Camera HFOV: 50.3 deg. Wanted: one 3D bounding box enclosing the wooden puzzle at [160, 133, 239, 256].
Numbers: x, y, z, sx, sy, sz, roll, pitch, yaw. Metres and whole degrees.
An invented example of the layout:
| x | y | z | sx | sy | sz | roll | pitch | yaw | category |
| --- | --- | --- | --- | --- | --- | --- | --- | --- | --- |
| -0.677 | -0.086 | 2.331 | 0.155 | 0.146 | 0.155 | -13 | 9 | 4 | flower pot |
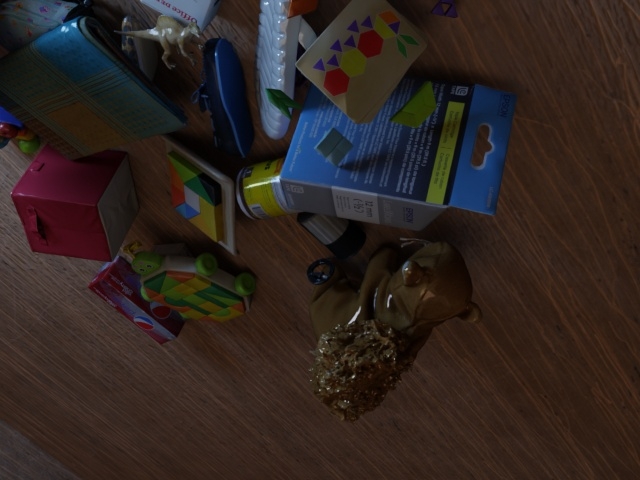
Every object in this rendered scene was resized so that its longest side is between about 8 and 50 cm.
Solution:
| x | y | z | sx | sy | sz | roll | pitch | yaw | category |
| --- | --- | --- | --- | --- | --- | --- | --- | --- | --- |
| -0.263 | -0.093 | 1.469 | 0.221 | 0.044 | 0.238 | 35 | 146 | 29 | wooden puzzle |

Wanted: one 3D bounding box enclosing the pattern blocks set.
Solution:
| x | y | z | sx | sy | sz | roll | pitch | yaw | category |
| --- | --- | --- | --- | --- | --- | --- | --- | --- | --- |
| 0.068 | -0.290 | 1.055 | 0.325 | 0.026 | 0.285 | -40 | 106 | -2 | pattern blocks set |

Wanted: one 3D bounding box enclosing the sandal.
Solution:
| x | y | z | sx | sy | sz | roll | pitch | yaw | category |
| --- | --- | --- | --- | --- | --- | --- | --- | --- | --- |
| -0.042 | -0.340 | 1.147 | 0.102 | 0.169 | 0.416 | -7 | 140 | -16 | sandal |

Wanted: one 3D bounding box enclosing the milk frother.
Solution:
| x | y | z | sx | sy | sz | roll | pitch | yaw | category |
| --- | --- | --- | --- | --- | --- | --- | --- | --- | --- |
| 0.000 | 0.000 | 1.446 | 0.135 | 0.143 | 0.129 | 43 | 140 | -23 | milk frother |

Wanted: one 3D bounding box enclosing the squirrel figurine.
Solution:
| x | y | z | sx | sy | sz | roll | pitch | yaw | category |
| --- | --- | --- | --- | --- | --- | --- | --- | --- | --- |
| 0.146 | 0.180 | 1.382 | 0.281 | 0.397 | 0.370 | 41 | 143 | -12 | squirrel figurine |

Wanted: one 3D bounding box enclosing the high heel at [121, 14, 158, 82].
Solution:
| x | y | z | sx | sy | sz | roll | pitch | yaw | category |
| --- | --- | --- | --- | --- | --- | --- | --- | --- | --- |
| -0.408 | -0.329 | 1.320 | 0.186 | 0.093 | 0.261 | 9 | 144 | 5 | high heel |

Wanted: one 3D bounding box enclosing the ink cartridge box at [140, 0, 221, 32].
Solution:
| x | y | z | sx | sy | sz | roll | pitch | yaw | category |
| --- | --- | --- | --- | --- | --- | --- | --- | --- | --- |
| -0.217 | -0.457 | 1.135 | 0.128 | 0.072 | 0.175 | 29 | 136 | -8 | ink cartridge box |

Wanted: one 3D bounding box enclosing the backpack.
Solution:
| x | y | z | sx | sy | sz | roll | pitch | yaw | category |
| --- | --- | --- | --- | --- | --- | --- | --- | --- | --- |
| -0.517 | -0.400 | 1.285 | 0.182 | 0.115 | 0.152 | 21 | 139 | 6 | backpack |

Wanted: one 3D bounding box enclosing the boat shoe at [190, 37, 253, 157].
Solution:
| x | y | z | sx | sy | sz | roll | pitch | yaw | category |
| --- | --- | --- | --- | --- | --- | --- | --- | --- | --- |
| -0.198 | -0.261 | 1.300 | 0.089 | 0.109 | 0.258 | 11 | 134 | 17 | boat shoe |

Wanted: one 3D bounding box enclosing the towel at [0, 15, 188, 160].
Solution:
| x | y | z | sx | sy | sz | roll | pitch | yaw | category |
| --- | --- | --- | --- | --- | --- | --- | --- | --- | --- |
| -0.468 | -0.276 | 1.314 | 0.370 | 0.040 | 0.271 | -8 | 142 | 36 | towel |

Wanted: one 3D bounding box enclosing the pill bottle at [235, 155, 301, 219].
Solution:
| x | y | z | sx | sy | sz | roll | pitch | yaw | category |
| --- | --- | --- | --- | --- | --- | --- | --- | --- | --- |
| -0.056 | -0.113 | 1.377 | 0.215 | 0.117 | 0.117 | -9 | 129 | 29 | pill bottle |

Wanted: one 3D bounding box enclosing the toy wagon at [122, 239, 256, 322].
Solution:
| x | y | z | sx | sy | sz | roll | pitch | yaw | category |
| --- | --- | --- | --- | --- | --- | --- | --- | --- | --- |
| -0.340 | 0.107 | 1.696 | 0.344 | 0.068 | 0.267 | 31 | 141 | -34 | toy wagon |

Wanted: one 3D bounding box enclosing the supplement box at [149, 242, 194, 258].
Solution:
| x | y | z | sx | sy | sz | roll | pitch | yaw | category |
| --- | --- | --- | --- | --- | --- | --- | --- | --- | --- |
| -0.376 | 0.041 | 1.717 | 0.099 | 0.036 | 0.062 | -4 | 132 | 24 | supplement box |

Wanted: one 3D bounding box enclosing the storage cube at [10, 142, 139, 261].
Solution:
| x | y | z | sx | sy | sz | roll | pitch | yaw | category |
| --- | --- | --- | --- | --- | --- | --- | --- | --- | --- |
| -0.542 | -0.088 | 1.538 | 0.193 | 0.215 | 0.183 | 8 | 135 | 6 | storage cube |

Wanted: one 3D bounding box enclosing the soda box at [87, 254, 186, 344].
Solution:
| x | y | z | sx | sy | sz | roll | pitch | yaw | category |
| --- | --- | --- | --- | --- | --- | --- | --- | --- | --- |
| -0.488 | 0.165 | 1.844 | 0.083 | 0.092 | 0.263 | -26 | 119 | 40 | soda box |

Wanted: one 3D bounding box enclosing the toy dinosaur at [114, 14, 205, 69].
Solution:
| x | y | z | sx | sy | sz | roll | pitch | yaw | category |
| --- | --- | --- | --- | --- | --- | --- | --- | --- | --- |
| -0.265 | -0.354 | 1.201 | 0.183 | 0.053 | 0.092 | 6 | 140 | 28 | toy dinosaur |

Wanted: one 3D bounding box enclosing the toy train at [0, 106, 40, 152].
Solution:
| x | y | z | sx | sy | sz | roll | pitch | yaw | category |
| --- | --- | --- | --- | --- | --- | --- | --- | --- | --- |
| -0.658 | -0.246 | 1.518 | 0.248 | 0.105 | 0.143 | 11 | 152 | 2 | toy train |

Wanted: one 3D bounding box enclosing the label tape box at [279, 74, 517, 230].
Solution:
| x | y | z | sx | sy | sz | roll | pitch | yaw | category |
| --- | --- | --- | --- | --- | --- | --- | --- | --- | --- |
| 0.133 | -0.152 | 1.152 | 0.348 | 0.249 | 0.115 | 11 | 155 | 11 | label tape box |
